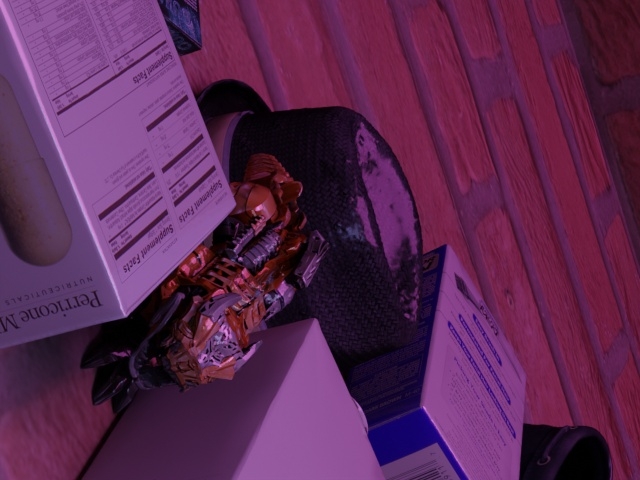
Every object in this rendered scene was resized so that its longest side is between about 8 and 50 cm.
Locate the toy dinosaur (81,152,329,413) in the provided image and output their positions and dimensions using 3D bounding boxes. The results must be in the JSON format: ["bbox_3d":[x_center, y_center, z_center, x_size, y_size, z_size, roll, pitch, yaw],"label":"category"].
[{"bbox_3d":[-0.082,0.025,1.341,0.322,0.218,0.164,-21,95,-68],"label":"toy dinosaur"}]

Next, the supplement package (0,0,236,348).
[{"bbox_3d":[-0.213,-0.084,1.120,0.262,0.199,0.198,69,23,-14],"label":"supplement package"}]

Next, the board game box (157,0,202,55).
[{"bbox_3d":[-0.162,-0.256,1.593,0.186,0.026,0.126,37,43,-57],"label":"board game box"}]

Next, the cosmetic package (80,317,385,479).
[{"bbox_3d":[-0.075,0.235,1.307,0.365,0.155,0.197,-61,133,-61],"label":"cosmetic package"}]

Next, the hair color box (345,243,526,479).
[{"bbox_3d":[0.117,0.167,1.818,0.185,0.110,0.339,58,22,-18],"label":"hair color box"}]

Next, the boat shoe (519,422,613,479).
[{"bbox_3d":[0.214,0.365,1.798,0.187,0.156,0.500,60,27,-31],"label":"boat shoe"}]

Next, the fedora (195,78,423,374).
[{"bbox_3d":[0.000,0.000,1.647,0.334,0.152,0.334,48,34,-48],"label":"fedora"}]
